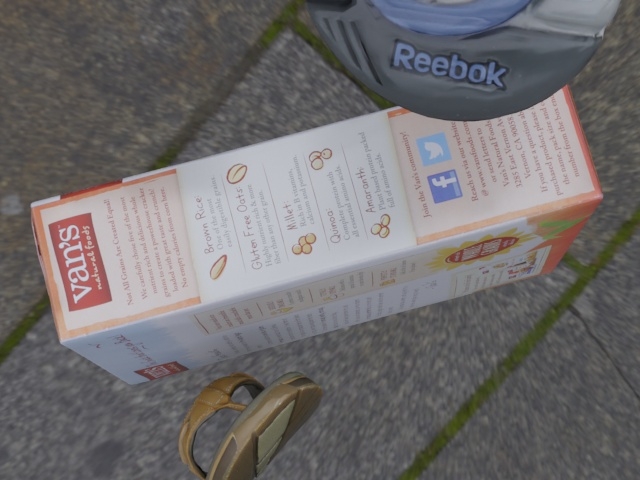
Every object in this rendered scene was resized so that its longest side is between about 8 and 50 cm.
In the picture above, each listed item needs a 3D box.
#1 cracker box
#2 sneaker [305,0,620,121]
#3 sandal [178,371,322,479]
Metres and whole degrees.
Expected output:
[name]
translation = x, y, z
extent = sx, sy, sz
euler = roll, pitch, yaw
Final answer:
[cracker box]
translation = 0.000, 0.000, 0.601
extent = 0.232, 0.156, 0.067
euler = -15, 78, -2
[sneaker]
translation = 0.039, -0.181, 0.385
extent = 0.111, 0.129, 0.297
euler = 1, 91, 16
[sandal]
translation = -0.043, 0.093, 0.642
extent = 0.049, 0.180, 0.072
euler = 41, 78, 3
